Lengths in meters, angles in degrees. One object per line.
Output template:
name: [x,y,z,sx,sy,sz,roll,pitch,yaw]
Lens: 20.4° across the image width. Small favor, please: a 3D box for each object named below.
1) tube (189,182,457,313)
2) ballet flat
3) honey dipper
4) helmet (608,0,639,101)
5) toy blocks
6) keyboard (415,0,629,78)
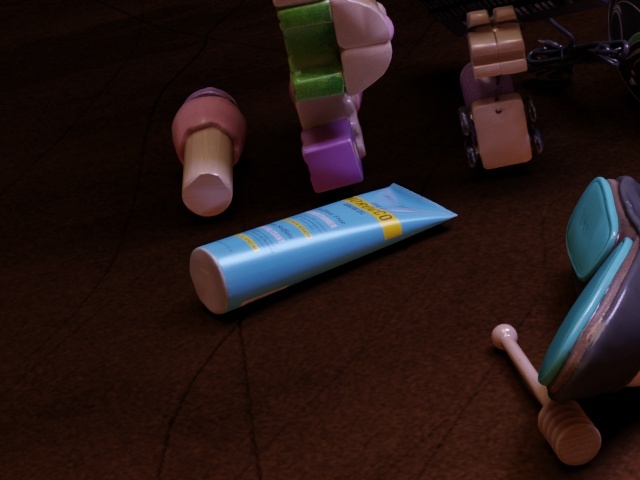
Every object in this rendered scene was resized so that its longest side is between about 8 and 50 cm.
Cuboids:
tube: [0.000,0.000,1.362,0.207,0.052,0.080,-20,36,-31]
ballet flat: [0.209,0.035,1.169,0.096,0.095,0.280,29,29,-1]
honey dipper: [0.140,0.095,1.156,0.030,0.030,0.160,-14,25,-8]
helmet: [0.333,-0.181,1.483,0.169,0.169,0.161,-21,13,-21]
toy blocks: [0.001,-0.212,1.494,0.309,0.288,0.260,-11,30,4]
keyboard: [0.166,-0.198,1.500,0.033,0.201,0.317,-56,14,-7]
